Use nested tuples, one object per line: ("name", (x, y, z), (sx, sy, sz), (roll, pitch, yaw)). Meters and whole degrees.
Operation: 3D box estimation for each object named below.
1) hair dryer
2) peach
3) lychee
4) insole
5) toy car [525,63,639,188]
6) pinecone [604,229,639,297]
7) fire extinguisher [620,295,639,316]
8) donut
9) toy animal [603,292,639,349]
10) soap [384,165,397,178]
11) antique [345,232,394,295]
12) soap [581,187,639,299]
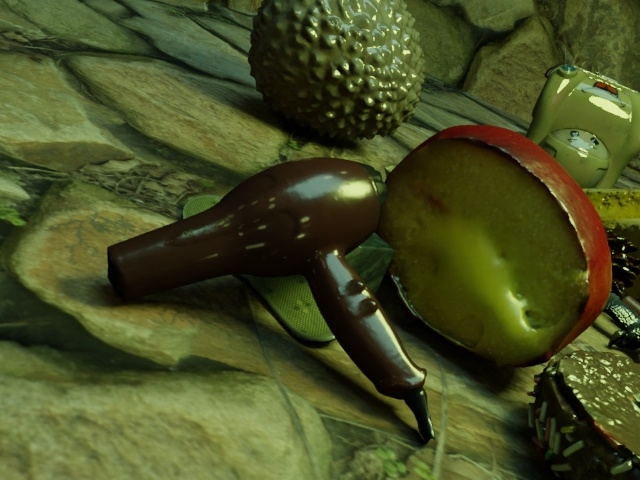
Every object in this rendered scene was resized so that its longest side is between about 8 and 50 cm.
("hair dryer", (-0.014, 0.078, 0.761), (0.312, 0.123, 0.341), (-23, 67, -24))
("peach", (0.215, 0.010, 0.942), (0.280, 0.281, 0.338), (16, 31, -16))
("lychee", (0.030, -0.396, 1.573), (0.432, 0.380, 0.380), (53, 32, 17))
("insole", (-0.074, 0.023, 0.919), (0.109, 0.007, 0.322), (-19, 43, -30))
("toy car", (0.534, -0.181, 1.579), (0.242, 0.336, 0.226), (25, 23, 6))
("pinecone", (0.477, 0.050, 1.274), (0.140, 0.140, 0.121), (17, 59, -13))
("fire extinguisher", (0.545, 0.157, 1.185), (0.035, 0.049, 0.173), (27, 15, -49))
("donut", (0.344, 0.218, 0.780), (0.269, 0.103, 0.270), (18, 24, -8))
("toy animal", (0.492, 0.146, 1.143), (0.107, 0.062, 0.220), (13, 29, -23))
("soap", (0.254, -0.016, 1.261), (0.199, 0.091, 0.315), (1, 31, -42))
("antique", (0.000, 0.000, 0.976), (0.086, 0.088, 0.183), (5, 28, -40))
("soap", (0.608, 0.058, 1.396), (0.169, 0.305, 0.338), (-35, 24, -32))
